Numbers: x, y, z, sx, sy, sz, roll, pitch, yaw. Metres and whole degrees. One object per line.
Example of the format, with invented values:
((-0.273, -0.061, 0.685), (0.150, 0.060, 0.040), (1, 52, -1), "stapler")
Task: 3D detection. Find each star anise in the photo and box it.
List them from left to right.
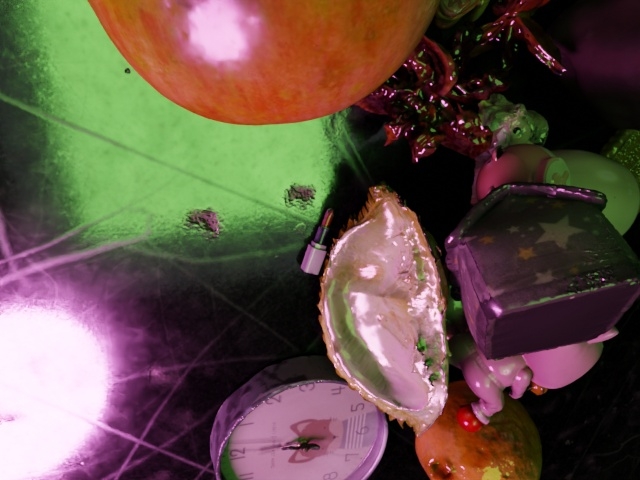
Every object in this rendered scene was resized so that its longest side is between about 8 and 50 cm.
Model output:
((0.147, -0.199, 0.560), (0.220, 0.126, 0.190), (6, 105, -4), "star anise")
((0.295, -0.308, 0.591), (0.144, 0.158, 0.140), (-16, 118, -38), "star anise")

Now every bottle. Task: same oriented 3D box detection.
((0.325, -0.069, 0.606), (0.237, 0.147, 0.147), (8, 107, -28), "bottle")

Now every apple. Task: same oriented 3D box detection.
((-0.054, -0.280, 0.374), (0.340, 0.339, 0.339), (-6, 111, -15), "apple")

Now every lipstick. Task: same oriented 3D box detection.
((0.000, 0.000, 0.658), (0.025, 0.025, 0.107), (17, 97, -23), "lipstick")

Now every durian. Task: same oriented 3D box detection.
((0.091, 0.106, 0.630), (0.163, 0.198, 0.394), (-7, 109, -14), "durian")

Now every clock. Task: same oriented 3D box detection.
((-0.031, 0.361, 0.757), (0.325, 0.067, 0.324), (-6, 111, -16), "clock")

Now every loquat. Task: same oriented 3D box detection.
((0.288, 0.370, 0.774), (0.239, 0.238, 0.193), (8, 113, -20), "loquat")

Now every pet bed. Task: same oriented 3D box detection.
((0.258, 0.040, 0.531), (0.183, 0.159, 0.211), (-17, 146, 12), "pet bed")

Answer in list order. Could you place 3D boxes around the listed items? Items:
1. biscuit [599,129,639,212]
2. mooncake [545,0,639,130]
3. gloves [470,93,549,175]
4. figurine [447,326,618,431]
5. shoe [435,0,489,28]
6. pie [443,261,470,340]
((0.589, -0.135, 0.791), (0.172, 0.029, 0.254), (35, 97, -26), "biscuit")
((0.524, -0.319, 0.548), (0.381, 0.350, 0.212), (-45, 125, 13), "mooncake")
((0.289, -0.167, 0.654), (0.144, 0.094, 0.110), (-20, 126, -18), "gloves")
((0.315, 0.177, 0.689), (0.287, 0.176, 0.186), (-38, 127, 9), "figurine")
((0.200, -0.342, 0.573), (0.072, 0.069, 0.109), (32, 89, -1), "shoe")
((0.360, 0.087, 0.777), (0.338, 0.075, 0.337), (-4, 106, -12), "pie")
